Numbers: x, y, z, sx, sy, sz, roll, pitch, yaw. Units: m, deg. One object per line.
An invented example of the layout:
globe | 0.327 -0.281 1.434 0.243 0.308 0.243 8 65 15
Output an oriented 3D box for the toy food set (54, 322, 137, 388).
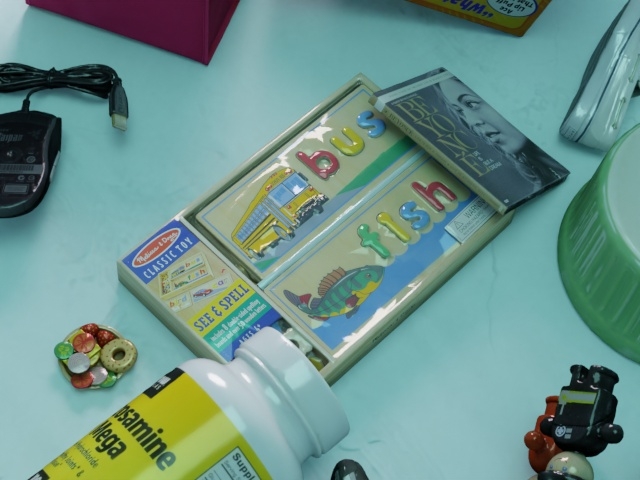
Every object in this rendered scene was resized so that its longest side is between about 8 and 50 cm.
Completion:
toy food set | -0.254 0.130 1.578 0.083 0.020 0.082 40 65 17

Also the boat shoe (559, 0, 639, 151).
boat shoe | 0.382 -0.209 1.809 0.076 0.083 0.226 30 73 -1

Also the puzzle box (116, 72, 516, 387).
puzzle box | 0.000 0.000 1.659 0.272 0.052 0.409 41 65 18

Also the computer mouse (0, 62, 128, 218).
computer mouse | -0.323 -0.113 1.694 0.184 0.060 0.262 -2 49 -2

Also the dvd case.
dvd case | 0.185 -0.127 1.728 0.221 0.018 0.164 42 38 18

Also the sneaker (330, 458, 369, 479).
sneaker | 0.090 0.333 1.464 0.132 0.086 0.228 -8 71 -15

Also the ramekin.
ramekin | 0.442 -0.007 1.646 0.303 0.148 0.303 2 60 -4

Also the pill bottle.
pill bottle | -0.141 0.240 1.408 0.334 0.188 0.188 -37 69 -16

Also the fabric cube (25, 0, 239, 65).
fabric cube | -0.212 -0.424 1.768 0.258 0.254 0.259 19 60 6

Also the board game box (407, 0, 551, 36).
board game box | 0.181 -0.539 1.764 0.356 0.356 0.356 15 59 -15

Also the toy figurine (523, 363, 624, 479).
toy figurine | 0.317 0.240 1.460 0.209 0.213 0.148 17 69 2
